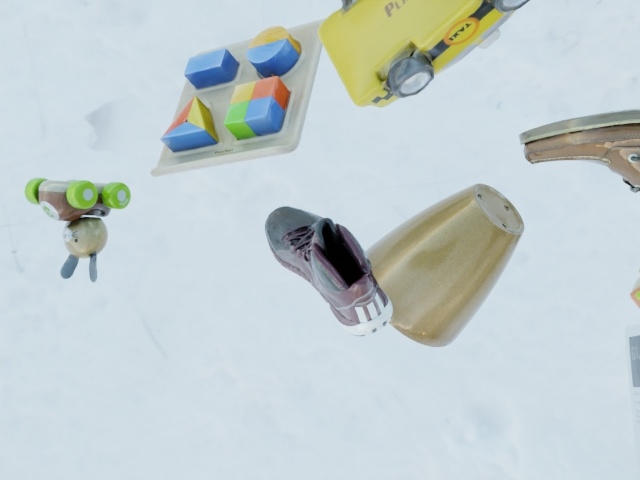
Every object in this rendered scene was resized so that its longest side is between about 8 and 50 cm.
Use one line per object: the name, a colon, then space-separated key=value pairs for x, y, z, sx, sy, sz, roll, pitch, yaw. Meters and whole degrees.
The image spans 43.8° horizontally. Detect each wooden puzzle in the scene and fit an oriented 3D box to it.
wooden puzzle: x=-0.160 y=-0.284 z=1.498 sx=0.322 sy=0.080 sz=0.348 roll=-7 pitch=52 yaw=31

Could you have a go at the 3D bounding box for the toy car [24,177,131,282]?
toy car: x=-0.451 y=-0.018 z=1.474 sx=0.155 sy=0.149 sz=0.189 roll=5 pitch=94 yaw=36

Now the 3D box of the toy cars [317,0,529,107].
toy cars: x=0.121 y=-0.278 z=0.572 sx=0.176 sy=0.087 sz=0.394 roll=21 pitch=99 yaw=37

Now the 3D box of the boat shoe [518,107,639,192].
boat shoe: x=0.371 y=-0.100 z=0.899 sx=0.110 sy=0.307 sz=0.105 roll=-18 pitch=101 yaw=-46

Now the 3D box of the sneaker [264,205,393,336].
sneaker: x=0.000 y=0.000 z=1.152 sx=0.106 sy=0.163 sz=0.281 roll=-37 pitch=53 yaw=-13

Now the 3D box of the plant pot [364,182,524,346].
plant pot: x=0.236 y=0.025 z=1.432 sx=0.237 sy=0.237 sz=0.254 roll=38 pitch=125 yaw=-5

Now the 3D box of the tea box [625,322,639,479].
tea box: x=0.564 y=0.186 z=0.908 sx=0.323 sy=0.329 sz=0.220 roll=-3 pitch=80 yaw=5

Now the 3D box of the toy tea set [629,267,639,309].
toy tea set: x=0.743 y=0.103 z=1.658 sx=0.200 sy=0.336 sz=0.124 roll=-27 pitch=71 yaw=10
